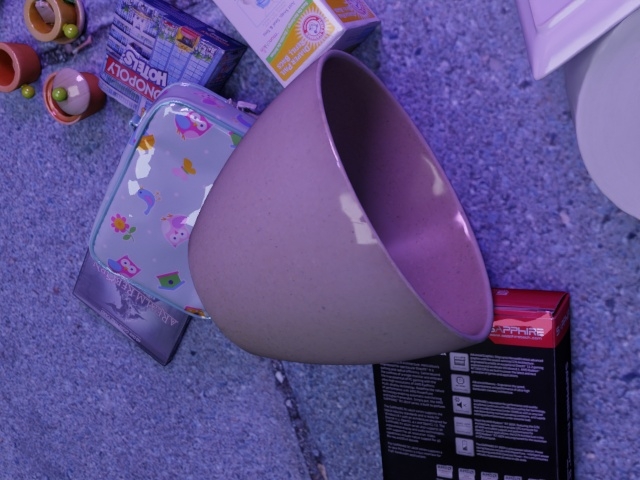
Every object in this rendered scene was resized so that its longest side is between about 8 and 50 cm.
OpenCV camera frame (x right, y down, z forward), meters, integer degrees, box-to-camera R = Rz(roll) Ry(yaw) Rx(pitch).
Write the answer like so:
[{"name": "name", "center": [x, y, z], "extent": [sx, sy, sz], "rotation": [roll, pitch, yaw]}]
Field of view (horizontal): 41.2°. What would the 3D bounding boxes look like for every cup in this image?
[{"name": "cup", "center": [0.000, 0.000, 0.910], "extent": [0.237, 0.331, 0.331], "rotation": [-28, 93, 23]}]

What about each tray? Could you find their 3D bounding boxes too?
[{"name": "tray", "center": [0.227, -0.268, 0.771], "extent": [0.030, 0.270, 0.145], "rotation": [34, 127, -26]}]

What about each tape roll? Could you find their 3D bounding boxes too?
[{"name": "tape roll", "center": [0.367, -0.141, 0.756], "extent": [0.286, 0.100, 0.286], "rotation": [4, 130, 4]}]

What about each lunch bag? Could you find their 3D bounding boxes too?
[{"name": "lunch bag", "center": [-0.161, -0.056, 1.087], "extent": [0.224, 0.108, 0.279], "rotation": [29, 114, -7]}]

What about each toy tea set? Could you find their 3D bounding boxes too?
[{"name": "toy tea set", "center": [-0.448, -0.286, 1.190], "extent": [0.336, 0.124, 0.200], "rotation": [27, 118, 18]}]

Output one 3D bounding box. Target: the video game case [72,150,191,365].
[{"name": "video game case", "center": [-0.255, 0.030, 1.258], "extent": [0.196, 0.026, 0.274], "rotation": [35, 119, 13]}]

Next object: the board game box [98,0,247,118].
[{"name": "board game box", "center": [-0.217, -0.210, 1.133], "extent": [0.194, 0.060, 0.194], "rotation": [31, 118, 15]}]

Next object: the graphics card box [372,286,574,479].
[{"name": "graphics card box", "center": [0.191, 0.238, 1.053], "extent": [0.232, 0.094, 0.371], "rotation": [1, 107, 27]}]

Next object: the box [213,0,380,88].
[{"name": "box", "center": [-0.045, -0.289, 0.981], "extent": [0.103, 0.114, 0.203], "rotation": [-40, 87, 31]}]
